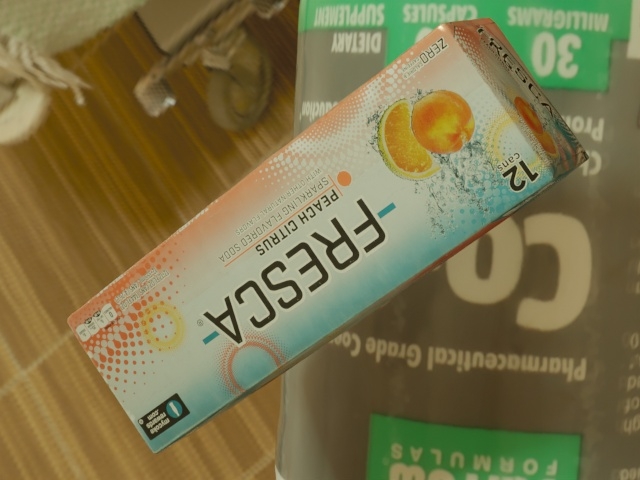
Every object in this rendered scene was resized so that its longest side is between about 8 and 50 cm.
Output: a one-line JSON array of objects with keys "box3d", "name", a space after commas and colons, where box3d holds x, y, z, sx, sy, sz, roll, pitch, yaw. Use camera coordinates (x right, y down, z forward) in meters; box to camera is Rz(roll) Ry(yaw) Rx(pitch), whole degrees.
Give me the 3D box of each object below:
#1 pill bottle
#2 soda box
[{"box3d": [0.082, 0.047, 0.616, 0.204, 0.204, 0.361, 5, 96, 25], "name": "pill bottle"}, {"box3d": [0.000, 0.000, 0.450, 0.183, 0.058, 0.063, -36, 85, 25], "name": "soda box"}]
